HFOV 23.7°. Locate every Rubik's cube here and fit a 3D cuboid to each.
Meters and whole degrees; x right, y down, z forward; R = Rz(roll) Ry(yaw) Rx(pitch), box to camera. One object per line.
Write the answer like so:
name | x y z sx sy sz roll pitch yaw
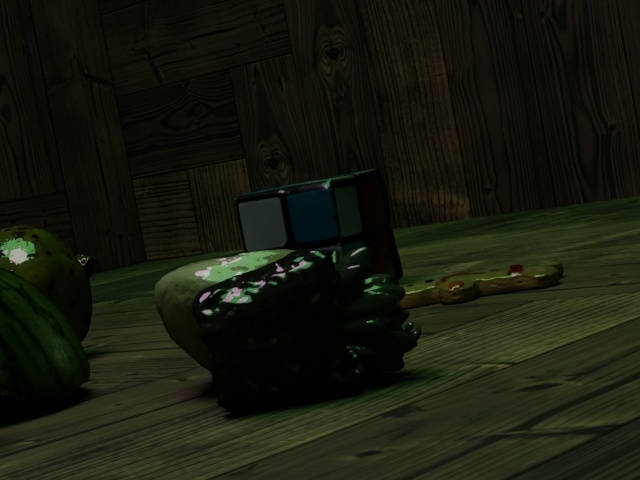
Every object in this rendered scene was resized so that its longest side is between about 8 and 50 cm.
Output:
Rubik's cube | -0.001 0.000 2.231 0.167 0.183 0.180 -10 5 29

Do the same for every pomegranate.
pomegranate | -0.414 0.096 2.065 0.198 0.246 0.198 28 20 -11

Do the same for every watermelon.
watermelon | -0.420 0.110 1.652 0.330 0.189 0.331 -7 6 1

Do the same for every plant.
plant | -0.012 0.073 1.360 0.194 0.132 0.129 -15 6 -8

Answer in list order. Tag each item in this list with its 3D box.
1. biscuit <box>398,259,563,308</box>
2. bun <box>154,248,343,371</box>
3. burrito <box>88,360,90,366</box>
biscuit | 0.193 0.057 1.953 0.234 0.030 0.153 -9 1 11
bun | -0.055 0.081 1.517 0.210 0.116 0.237 -12 -13 24
burrito | -0.317 0.148 1.855 0.045 0.041 0.185 -14 3 -24
